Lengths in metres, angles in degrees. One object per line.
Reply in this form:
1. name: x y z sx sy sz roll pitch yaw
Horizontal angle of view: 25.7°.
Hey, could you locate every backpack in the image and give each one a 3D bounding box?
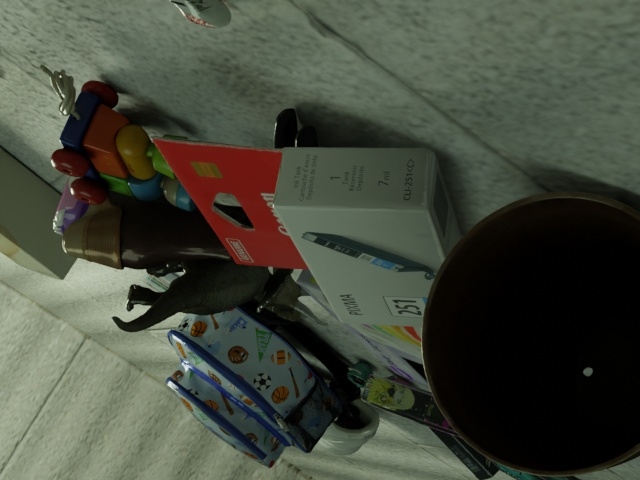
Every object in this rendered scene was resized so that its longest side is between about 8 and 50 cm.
1. backpack: -0.118 0.201 2.156 0.276 0.213 0.263 23 153 38

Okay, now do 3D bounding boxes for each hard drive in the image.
1. hard drive: 0.208 0.303 2.107 0.135 0.022 0.094 46 168 5

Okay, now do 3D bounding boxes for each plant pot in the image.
1. plant pot: 0.225 0.092 1.142 0.215 0.215 0.230 22 178 30

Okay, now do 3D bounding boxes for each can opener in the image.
1. can opener: -0.025 -0.068 1.339 0.059 0.073 0.186 37 157 7

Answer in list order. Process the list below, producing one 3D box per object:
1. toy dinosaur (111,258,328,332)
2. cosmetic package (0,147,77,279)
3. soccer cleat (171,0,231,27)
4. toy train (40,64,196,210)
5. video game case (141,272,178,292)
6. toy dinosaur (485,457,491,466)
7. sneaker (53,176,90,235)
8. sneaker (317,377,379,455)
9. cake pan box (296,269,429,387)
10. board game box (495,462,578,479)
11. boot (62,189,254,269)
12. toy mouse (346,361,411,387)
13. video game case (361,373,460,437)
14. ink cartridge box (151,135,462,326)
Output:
1. toy dinosaur: -0.129 0.045 1.664 0.160 0.121 0.313 -5 175 30
2. cosmetic package: -0.516 -0.074 2.184 0.160 0.113 0.309 12 156 50
3. soccer cleat: -0.107 -0.198 1.118 0.083 0.029 0.035 36 169 -4
4. toy train: -0.206 -0.107 1.497 0.143 0.105 0.248 17 163 10
5. video game case: -0.223 0.094 2.349 0.157 0.019 0.143 33 165 -7
6. toy dinosaur: 0.259 0.282 2.021 0.082 0.047 0.090 29 135 43
7. sneaker: -0.300 -0.025 1.977 0.104 0.095 0.236 20 169 12
8. sneaker: -0.032 0.251 2.370 0.305 0.114 0.152 29 152 -11
9. cake pan box: 0.135 0.111 1.600 0.245 0.070 0.267 21 164 41
10. board game box: 0.323 0.351 2.106 0.186 0.026 0.126 28 166 12
11. boot: -0.176 -0.025 1.674 0.206 0.090 0.248 1 -159 8
12. toy mouse: 0.091 0.212 2.089 0.143 0.031 0.161 40 163 -34
13. video game case: 0.195 0.234 1.802 0.210 0.042 0.232 16 175 34
14. ink cartridge box: 0.000 0.000 1.328 0.261 0.066 0.296 3 157 15
